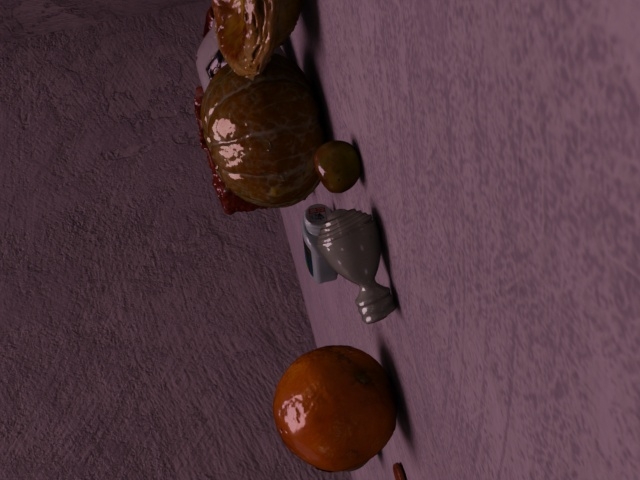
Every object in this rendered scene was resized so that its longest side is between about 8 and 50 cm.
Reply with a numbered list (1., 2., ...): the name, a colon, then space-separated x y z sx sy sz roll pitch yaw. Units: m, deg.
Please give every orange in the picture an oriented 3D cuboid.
1. orange: -0.119 -0.228 1.568 0.329 0.249 0.329 159 90 -85
2. orange: 0.029 0.330 1.472 0.246 0.246 0.246 166 90 -84

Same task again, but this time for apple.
1. apple: 0.028 -0.123 1.249 0.089 0.074 0.090 164 90 -86

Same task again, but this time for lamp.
1. lamp: 0.063 0.038 1.221 0.106 0.106 0.193 -150 37 -82

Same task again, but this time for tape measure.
1. tape measure: -0.191 -0.419 1.813 0.265 0.130 0.258 -41 69 43

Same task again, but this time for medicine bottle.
1. medicine bottle: 0.000 0.000 1.777 0.229 0.083 0.121 87 170 -59

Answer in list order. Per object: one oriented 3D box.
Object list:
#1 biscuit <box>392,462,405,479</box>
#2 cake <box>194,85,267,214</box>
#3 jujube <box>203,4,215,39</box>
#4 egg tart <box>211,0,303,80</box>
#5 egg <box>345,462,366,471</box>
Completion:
1. biscuit: 0.180 0.534 1.653 0.091 0.015 0.078 90 164 -68
2. cake: -0.190 -0.275 2.046 0.269 0.270 0.320 82 173 -47
3. jujube: -0.262 -0.617 2.310 0.290 0.197 0.197 71 -178 -61
4. egg tart: -0.115 -0.456 1.383 0.319 0.128 0.319 174 90 -69
5. egg: 0.069 0.542 2.019 0.201 0.164 0.164 90 165 -56
